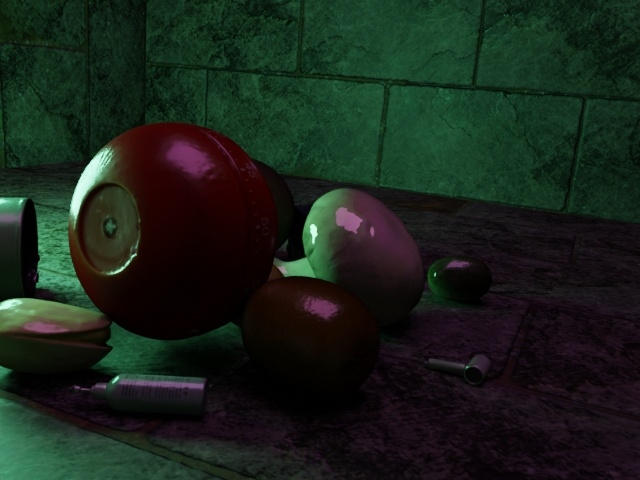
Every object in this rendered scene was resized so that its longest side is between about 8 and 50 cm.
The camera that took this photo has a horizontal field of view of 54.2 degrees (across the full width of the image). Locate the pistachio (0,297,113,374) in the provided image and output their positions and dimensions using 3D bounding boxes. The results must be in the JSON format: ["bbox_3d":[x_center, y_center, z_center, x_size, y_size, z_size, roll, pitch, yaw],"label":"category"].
[{"bbox_3d":[-0.438,0.157,0.998,0.200,0.117,0.145,10,-1,-3],"label":"pistachio"}]

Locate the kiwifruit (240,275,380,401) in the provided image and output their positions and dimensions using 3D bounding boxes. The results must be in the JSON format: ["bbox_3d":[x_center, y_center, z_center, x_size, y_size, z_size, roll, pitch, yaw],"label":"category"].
[{"bbox_3d":[-0.024,0.152,1.015,0.233,0.196,0.196,12,15,40],"label":"kiwifruit"}]

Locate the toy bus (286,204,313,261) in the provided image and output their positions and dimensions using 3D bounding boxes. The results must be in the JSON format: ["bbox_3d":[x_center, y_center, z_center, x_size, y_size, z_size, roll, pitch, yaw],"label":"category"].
[{"bbox_3d":[0.000,0.000,1.682,0.138,0.167,0.275,1,15,-15],"label":"toy bus"}]

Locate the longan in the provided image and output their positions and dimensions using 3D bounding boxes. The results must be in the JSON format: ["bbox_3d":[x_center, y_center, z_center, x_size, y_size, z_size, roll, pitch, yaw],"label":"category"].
[{"bbox_3d":[-0.215,-0.073,1.672,0.318,0.319,0.319,4,14,-1],"label":"longan"}]

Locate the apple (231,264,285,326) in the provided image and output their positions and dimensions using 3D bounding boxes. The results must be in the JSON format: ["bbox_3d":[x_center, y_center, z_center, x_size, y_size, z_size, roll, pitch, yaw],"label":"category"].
[{"bbox_3d":[-0.134,0.107,1.260,0.146,0.146,0.131,-10,40,-45],"label":"apple"}]

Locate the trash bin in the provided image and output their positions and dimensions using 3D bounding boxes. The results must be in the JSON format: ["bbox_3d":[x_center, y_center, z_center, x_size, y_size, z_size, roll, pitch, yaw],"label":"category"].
[{"bbox_3d":[-0.722,0.021,1.254,0.262,0.217,0.277,-1,-25,-16],"label":"trash bin"}]

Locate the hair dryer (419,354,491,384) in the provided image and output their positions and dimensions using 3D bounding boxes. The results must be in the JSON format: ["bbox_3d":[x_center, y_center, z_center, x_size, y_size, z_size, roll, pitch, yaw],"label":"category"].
[{"bbox_3d":[0.241,0.227,1.131,0.124,0.038,0.063,3,10,27],"label":"hair dryer"}]

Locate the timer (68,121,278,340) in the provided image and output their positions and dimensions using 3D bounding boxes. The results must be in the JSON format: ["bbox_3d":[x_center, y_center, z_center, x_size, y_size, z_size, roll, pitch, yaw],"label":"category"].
[{"bbox_3d":[-0.261,-0.016,1.094,0.377,0.378,0.279,14,9,33],"label":"timer"}]

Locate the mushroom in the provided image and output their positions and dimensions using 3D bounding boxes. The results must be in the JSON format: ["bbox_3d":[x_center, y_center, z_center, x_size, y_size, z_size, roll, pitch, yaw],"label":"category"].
[{"bbox_3d":[0.062,0.021,1.343,0.355,0.315,0.315,22,19,17],"label":"mushroom"}]

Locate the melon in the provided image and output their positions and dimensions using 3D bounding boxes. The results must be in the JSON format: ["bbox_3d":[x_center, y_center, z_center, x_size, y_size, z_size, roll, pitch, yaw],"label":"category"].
[{"bbox_3d":[0.344,0.092,1.526,0.167,0.114,0.114,3,14,-1],"label":"melon"}]

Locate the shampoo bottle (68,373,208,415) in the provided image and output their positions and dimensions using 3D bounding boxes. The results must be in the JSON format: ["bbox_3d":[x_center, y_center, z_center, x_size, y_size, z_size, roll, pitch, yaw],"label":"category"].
[{"bbox_3d":[-0.266,0.224,0.918,0.195,0.056,0.056,4,14,-2],"label":"shampoo bottle"}]
